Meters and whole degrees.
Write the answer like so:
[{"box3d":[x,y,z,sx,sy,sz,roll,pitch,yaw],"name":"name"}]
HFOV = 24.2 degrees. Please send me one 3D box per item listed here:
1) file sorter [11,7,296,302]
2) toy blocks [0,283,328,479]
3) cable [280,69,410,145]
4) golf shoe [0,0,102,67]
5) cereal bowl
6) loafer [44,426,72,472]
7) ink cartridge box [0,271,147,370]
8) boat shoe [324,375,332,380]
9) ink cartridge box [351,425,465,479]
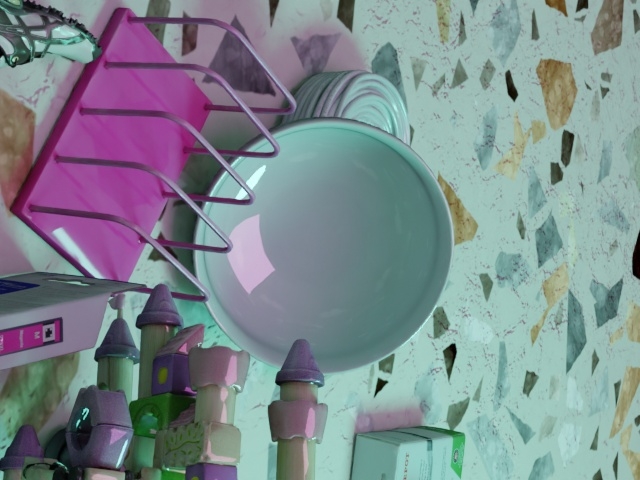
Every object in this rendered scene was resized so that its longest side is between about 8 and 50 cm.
[{"box3d":[-0.179,-0.096,1.752,0.202,0.182,0.291,48,57,-46],"name":"file sorter"},{"box3d":[-0.182,0.162,1.610,0.309,0.288,0.260,14,70,-36],"name":"toy blocks"},{"box3d":[0.035,-0.116,2.134,0.257,0.089,0.257,-19,110,-53],"name":"cable"},{"box3d":[-0.328,-0.222,1.627,0.198,0.077,0.094,26,86,-46],"name":"golf shoe"},{"box3d":[0.000,0.000,1.962,0.141,0.338,0.339,-115,-155,-79],"name":"cereal bowl"},{"box3d":[-0.211,0.291,1.850,0.302,0.095,0.109,18,81,-54],"name":"loafer"},{"box3d":[-0.364,0.088,1.528,0.371,0.175,0.069,-14,106,-53],"name":"ink cartridge box"},{"box3d":[0.009,0.102,2.142,0.095,0.079,0.255,56,49,-40],"name":"boat shoe"},{"box3d":[0.137,0.379,2.362,0.208,0.086,0.153,5,92,-55],"name":"ink cartridge box"}]
